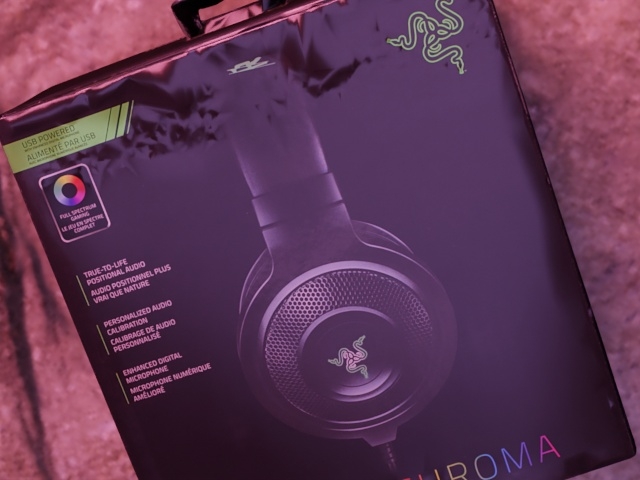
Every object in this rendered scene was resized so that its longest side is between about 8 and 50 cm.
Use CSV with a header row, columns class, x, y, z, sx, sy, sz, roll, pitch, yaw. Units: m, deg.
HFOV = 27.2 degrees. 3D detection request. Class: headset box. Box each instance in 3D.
class,x,y,z,sx,sy,sz,roll,pitch,yaw
headset box,0.000,0.000,0.692,0.246,0.131,0.283,-18,102,6
